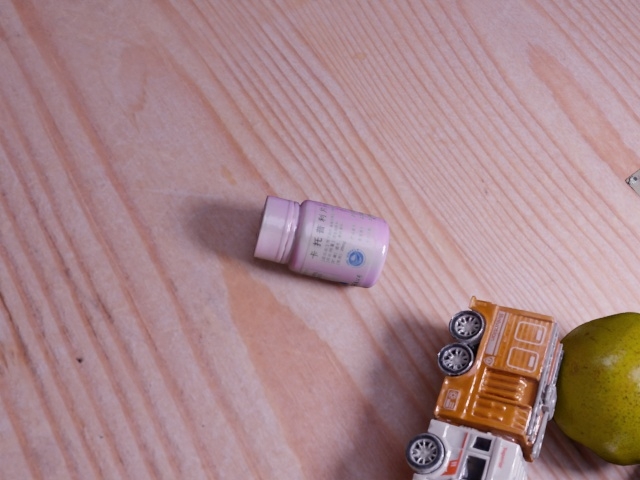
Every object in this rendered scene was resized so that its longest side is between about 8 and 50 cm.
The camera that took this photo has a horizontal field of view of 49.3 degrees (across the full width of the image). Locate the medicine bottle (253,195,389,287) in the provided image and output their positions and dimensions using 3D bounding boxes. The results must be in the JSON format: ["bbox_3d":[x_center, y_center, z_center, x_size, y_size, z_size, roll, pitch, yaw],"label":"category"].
[{"bbox_3d":[0.000,0.000,1.405,0.254,0.152,0.152,13,61,-9],"label":"medicine bottle"}]

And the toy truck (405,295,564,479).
[{"bbox_3d":[0.310,0.310,1.266,0.206,0.173,0.388,7,57,31],"label":"toy truck"}]

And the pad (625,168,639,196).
[{"bbox_3d":[0.910,-0.090,1.768,0.159,0.009,0.265,-32,75,-27],"label":"pad"}]

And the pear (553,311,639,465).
[{"bbox_3d":[0.589,0.277,1.345,0.294,0.294,0.294,6,62,-11],"label":"pear"}]
